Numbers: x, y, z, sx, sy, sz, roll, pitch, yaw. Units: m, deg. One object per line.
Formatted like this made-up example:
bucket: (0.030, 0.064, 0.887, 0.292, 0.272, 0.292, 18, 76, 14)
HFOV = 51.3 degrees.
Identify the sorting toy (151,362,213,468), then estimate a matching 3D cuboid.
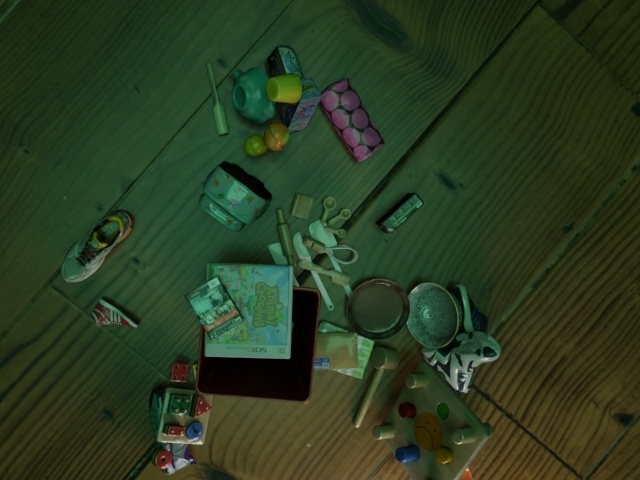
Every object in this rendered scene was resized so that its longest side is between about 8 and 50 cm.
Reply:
sorting toy: (-0.332, 0.436, 1.681, 0.132, 0.046, 0.274, 17, 77, -36)

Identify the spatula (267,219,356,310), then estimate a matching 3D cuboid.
spatula: (-0.012, 0.084, 1.747, 0.168, 0.019, 0.242, -27, 95, -4)

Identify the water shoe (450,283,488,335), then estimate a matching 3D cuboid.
water shoe: (0.399, 0.206, 1.777, 0.080, 0.073, 0.203, -17, 99, -26)

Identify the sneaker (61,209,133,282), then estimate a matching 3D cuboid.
sneaker: (-0.564, 0.011, 1.654, 0.088, 0.093, 0.225, 40, 90, -6)

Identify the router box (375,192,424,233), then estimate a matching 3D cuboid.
router box: (0.205, -0.070, 1.721, 0.122, 0.092, 0.038, -42, 96, -1)

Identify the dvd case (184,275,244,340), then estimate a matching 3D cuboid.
dvd case: (-0.234, 0.150, 1.474, 0.087, 0.013, 0.119, -31, 96, 0)

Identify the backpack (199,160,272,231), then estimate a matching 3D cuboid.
backpack: (-0.212, -0.108, 1.631, 0.166, 0.188, 0.144, 39, 89, -7)

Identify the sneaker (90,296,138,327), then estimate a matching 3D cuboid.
sneaker: (-0.526, 0.204, 1.694, 0.118, 0.042, 0.067, 34, 86, 1)

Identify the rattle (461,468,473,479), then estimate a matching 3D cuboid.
rattle: (0.366, 0.541, 1.801, 0.130, 0.143, 0.199, -30, 111, 31)

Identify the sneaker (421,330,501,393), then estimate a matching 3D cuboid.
sneaker: (0.384, 0.322, 1.713, 0.153, 0.235, 0.094, 57, 47, -17)

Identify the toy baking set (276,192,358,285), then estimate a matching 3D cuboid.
toy baking set: (-0.007, 0.000, 1.717, 0.197, 0.030, 0.256, -8, 92, -5)

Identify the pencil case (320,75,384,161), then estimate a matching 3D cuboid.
pencil case: (0.084, -0.309, 1.700, 0.098, 0.095, 0.209, -34, 98, -23)

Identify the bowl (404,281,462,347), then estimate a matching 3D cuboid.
bowl: (0.310, 0.190, 1.736, 0.080, 0.170, 0.170, -4, 95, -44)

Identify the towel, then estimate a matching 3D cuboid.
towel: (0.055, 0.288, 1.752, 0.152, 0.023, 0.113, 20, 95, 4)

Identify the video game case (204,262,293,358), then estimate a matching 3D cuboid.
video game case: (-0.160, 0.157, 1.496, 0.193, 0.023, 0.212, 2, 93, -2)

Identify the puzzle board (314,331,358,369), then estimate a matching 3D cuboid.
puzzle board: (0.033, 0.287, 1.736, 0.128, 0.011, 0.096, -2, 94, 5)

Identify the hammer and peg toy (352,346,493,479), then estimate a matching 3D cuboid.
hammer and peg toy: (0.244, 0.451, 1.694, 0.127, 0.361, 0.266, 6, 120, -41)

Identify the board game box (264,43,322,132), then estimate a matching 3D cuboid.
board game box: (-0.063, -0.373, 1.623, 0.060, 0.194, 0.194, -18, 96, -17)

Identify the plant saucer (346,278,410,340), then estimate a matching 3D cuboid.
plant saucer: (0.151, 0.179, 1.755, 0.168, 0.029, 0.168, -1, 102, -3)

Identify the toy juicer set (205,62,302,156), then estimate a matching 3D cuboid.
toy juicer set: (-0.165, -0.317, 1.632, 0.089, 0.329, 0.209, -15, 116, -40)

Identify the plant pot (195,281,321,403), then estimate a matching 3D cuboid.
plant pot: (-0.147, 0.223, 1.631, 0.267, 0.236, 0.267, 6, 94, -3)

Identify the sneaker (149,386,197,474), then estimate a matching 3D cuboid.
sneaker: (-0.379, 0.481, 1.721, 0.098, 0.083, 0.223, -9, 92, -33)
